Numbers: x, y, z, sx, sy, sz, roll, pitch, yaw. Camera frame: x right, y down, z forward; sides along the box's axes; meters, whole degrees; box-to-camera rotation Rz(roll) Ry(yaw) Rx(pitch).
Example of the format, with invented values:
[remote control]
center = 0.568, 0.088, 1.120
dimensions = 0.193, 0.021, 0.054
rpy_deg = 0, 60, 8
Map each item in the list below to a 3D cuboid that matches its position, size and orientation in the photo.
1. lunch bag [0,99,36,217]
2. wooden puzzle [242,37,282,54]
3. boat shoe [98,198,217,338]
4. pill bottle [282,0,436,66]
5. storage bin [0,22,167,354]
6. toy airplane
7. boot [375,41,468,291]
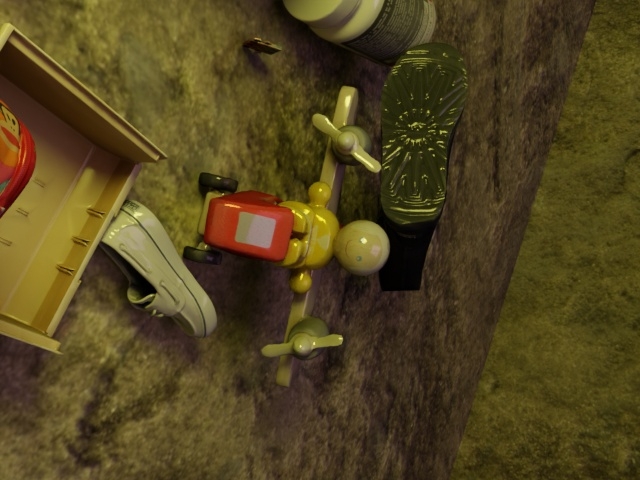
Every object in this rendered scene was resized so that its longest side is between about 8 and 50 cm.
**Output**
[lunch bag]
center = -0.398, -0.040, 0.494
dimensions = 0.293, 0.258, 0.120
rpy_deg = -54, 164, -11
[wooden puzzle]
center = -0.090, -0.300, 1.009
dimensions = 0.049, 0.083, 0.006
rpy_deg = 11, 92, -25
[boat shoe]
center = -0.234, 0.062, 0.920
dimensions = 0.084, 0.095, 0.258
rpy_deg = -50, 132, -30
[pill bottle]
center = 0.070, -0.408, 1.122
dimensions = 0.283, 0.161, 0.161
rpy_deg = 0, 102, -56
[storage bin]
center = -0.329, -0.042, 0.703
dimensions = 0.260, 0.123, 0.262
rpy_deg = 43, 66, -53
[toy airplane]
center = 0.000, 0.000, 1.069
dimensions = 0.384, 0.272, 0.386
rpy_deg = -49, 138, -35
[boot]
center = 0.187, -0.117, 1.307
dimensions = 0.445, 0.146, 0.367
rpy_deg = 70, 33, -69
